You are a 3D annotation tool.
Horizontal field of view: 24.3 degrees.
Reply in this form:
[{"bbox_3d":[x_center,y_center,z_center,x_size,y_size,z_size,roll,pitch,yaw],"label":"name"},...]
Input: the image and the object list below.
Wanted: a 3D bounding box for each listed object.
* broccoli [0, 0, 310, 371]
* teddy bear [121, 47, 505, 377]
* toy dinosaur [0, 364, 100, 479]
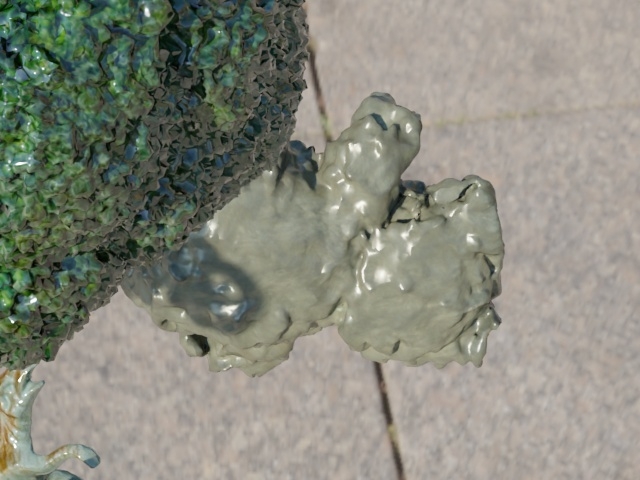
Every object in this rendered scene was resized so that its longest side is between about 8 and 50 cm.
[{"bbox_3d":[-0.148,-0.090,0.596,0.297,0.297,0.297,17,54,-19],"label":"broccoli"},{"bbox_3d":[0.000,0.000,1.382,0.367,0.357,0.224,23,33,-12],"label":"teddy bear"},{"bbox_3d":[-0.263,0.301,1.317,0.205,0.393,0.092,26,16,-4],"label":"toy dinosaur"}]
